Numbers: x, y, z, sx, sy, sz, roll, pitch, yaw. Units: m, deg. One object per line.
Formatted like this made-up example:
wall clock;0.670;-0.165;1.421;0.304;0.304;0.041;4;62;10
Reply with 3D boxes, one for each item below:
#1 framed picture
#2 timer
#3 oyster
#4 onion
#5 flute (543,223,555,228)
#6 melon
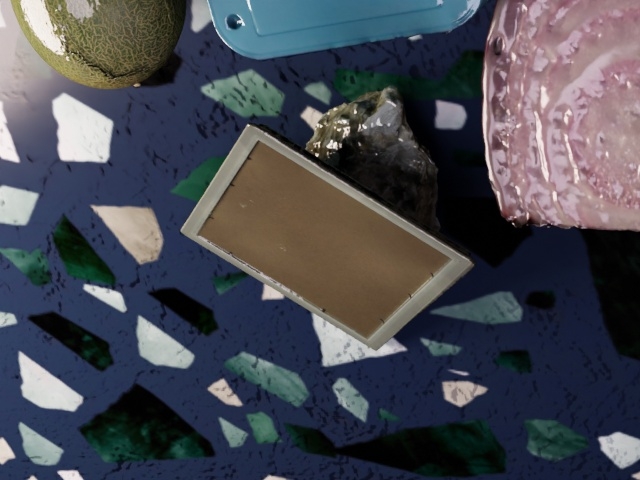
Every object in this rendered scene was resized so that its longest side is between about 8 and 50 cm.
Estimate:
framed picture;0.000;0.000;1.680;0.217;0.017;0.274;32;157;-6
timer;0.009;-0.274;1.493;0.232;0.091;0.250;-5;114;28
oyster;0.041;-0.052;1.656;0.125;0.064;0.177;-4;127;22
onion;0.251;-0.130;1.476;0.250;0.111;0.247;5;104;30
flute;0.173;-0.109;1.572;0.027;0.027;0.233;6;129;19
melon;-0.175;-0.198;1.574;0.139;0.139;0.192;-1;128;24
